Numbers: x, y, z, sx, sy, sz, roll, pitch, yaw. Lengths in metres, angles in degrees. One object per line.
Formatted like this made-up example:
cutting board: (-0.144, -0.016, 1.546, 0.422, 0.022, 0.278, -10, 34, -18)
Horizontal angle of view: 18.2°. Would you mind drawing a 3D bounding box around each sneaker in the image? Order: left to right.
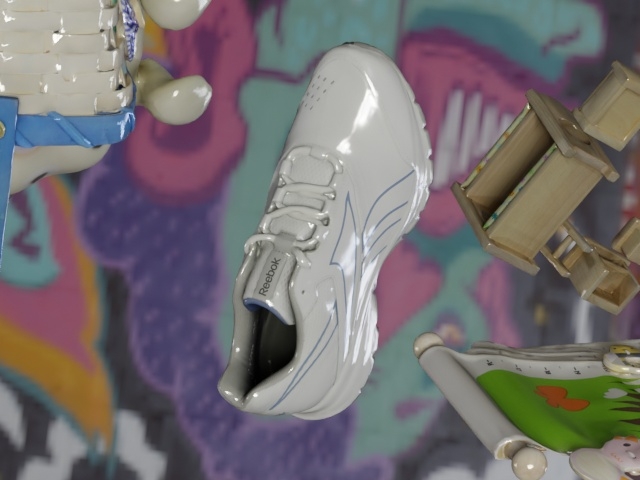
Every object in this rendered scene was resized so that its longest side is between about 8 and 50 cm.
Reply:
sneaker: (0.000, 0.000, 1.480, 0.111, 0.297, 0.129, 15, -168, 27)

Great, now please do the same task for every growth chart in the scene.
growth chart: (0.166, 0.075, 0.995, 0.237, 0.021, 0.172, -3, -159, -26)

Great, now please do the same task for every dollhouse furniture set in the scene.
dollhouse furniture set: (0.230, -0.058, 1.633, 0.161, 0.182, 0.101, 26, -156, -32)

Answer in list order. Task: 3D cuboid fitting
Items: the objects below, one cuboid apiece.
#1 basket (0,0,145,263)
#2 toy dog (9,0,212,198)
basket: (-0.221, -0.099, 1.262, 0.201, 0.289, 0.255, 5, -154, -21)
toy dog: (-0.287, -0.228, 1.925, 0.395, 0.408, 0.284, 11, 139, -10)
